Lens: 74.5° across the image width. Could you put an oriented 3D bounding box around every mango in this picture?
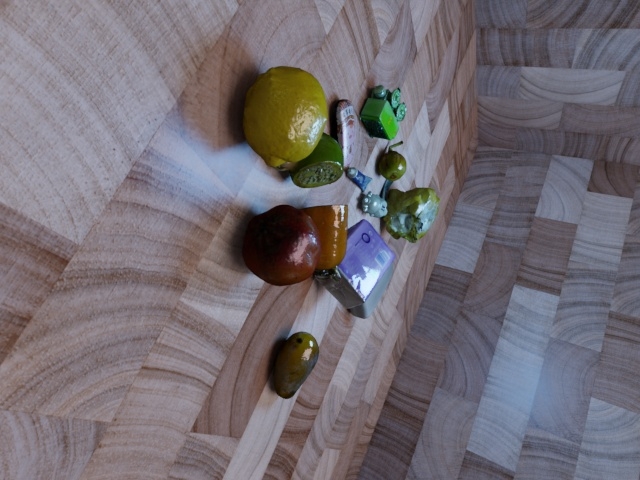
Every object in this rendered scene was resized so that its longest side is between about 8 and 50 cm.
[{"bbox_3d":[-0.107,0.505,1.679,0.192,0.146,0.316,-16,132,-57],"label":"mango"}]

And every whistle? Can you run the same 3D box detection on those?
[{"bbox_3d":[0.267,-0.169,2.058,0.102,0.106,0.253,-48,149,15],"label":"whistle"}]

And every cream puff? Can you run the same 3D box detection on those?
[{"bbox_3d":[0.487,-0.172,2.272,0.274,0.270,0.323,-32,144,-28],"label":"cream puff"}]

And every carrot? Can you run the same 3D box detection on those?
[{"bbox_3d":[0.000,0.000,1.554,0.193,0.214,0.331,-9,112,-19],"label":"carrot"}]

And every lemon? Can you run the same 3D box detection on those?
[{"bbox_3d":[-0.097,-0.341,1.160,0.233,0.233,0.288,22,87,-62],"label":"lemon"}]

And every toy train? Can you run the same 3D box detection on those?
[{"bbox_3d":[0.280,-0.558,1.858,0.243,0.132,0.188,37,76,-58],"label":"toy train"}]

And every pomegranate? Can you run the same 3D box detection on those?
[{"bbox_3d":[-0.047,-0.273,1.387,0.190,0.240,0.159,89,-12,-72],"label":"pomegranate"}]

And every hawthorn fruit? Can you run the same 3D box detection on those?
[{"bbox_3d":[-0.094,0.033,1.322,0.300,0.254,0.254,39,69,-48],"label":"hawthorn fruit"}]

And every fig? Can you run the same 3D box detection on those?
[{"bbox_3d":[0.353,-0.394,2.088,0.142,0.148,0.186,3,63,-48],"label":"fig"}]

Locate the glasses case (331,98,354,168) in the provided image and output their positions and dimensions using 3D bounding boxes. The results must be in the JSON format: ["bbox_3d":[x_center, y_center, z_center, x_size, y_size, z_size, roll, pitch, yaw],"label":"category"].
[{"bbox_3d":[0.090,-0.412,1.639,0.103,0.067,0.267,-45,141,-46],"label":"glasses case"}]

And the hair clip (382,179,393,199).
[{"bbox_3d":[0.355,-0.278,2.234,0.066,0.036,0.229,71,36,-54],"label":"hair clip"}]

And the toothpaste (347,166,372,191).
[{"bbox_3d":[0.175,-0.279,1.895,0.268,0.047,0.069,18,75,-66],"label":"toothpaste"}]

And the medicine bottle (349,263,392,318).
[{"bbox_3d":[0.270,0.219,2.237,0.375,0.123,0.282,-55,149,-34],"label":"medicine bottle"}]

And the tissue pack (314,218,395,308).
[{"bbox_3d":[0.148,0.102,1.834,0.242,0.160,0.338,50,48,-7],"label":"tissue pack"}]
